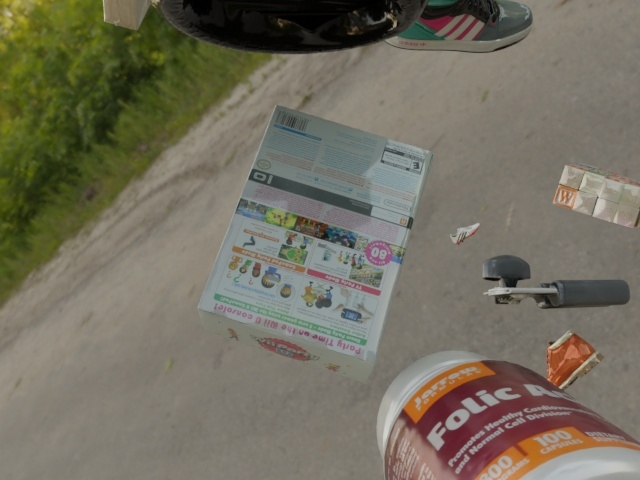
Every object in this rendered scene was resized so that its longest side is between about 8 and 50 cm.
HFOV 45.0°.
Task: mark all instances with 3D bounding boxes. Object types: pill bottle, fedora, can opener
[{"bbox_3d":[0.188,0.246,0.757,0.224,0.224,0.392,-55,11,0],"label":"pill bottle"},{"bbox_3d":[-0.035,-0.337,0.921,0.334,0.334,0.153,-12,77,58],"label":"fedora"},{"bbox_3d":[0.408,0.070,1.339,0.076,0.283,0.095,158,111,-65],"label":"can opener"}]

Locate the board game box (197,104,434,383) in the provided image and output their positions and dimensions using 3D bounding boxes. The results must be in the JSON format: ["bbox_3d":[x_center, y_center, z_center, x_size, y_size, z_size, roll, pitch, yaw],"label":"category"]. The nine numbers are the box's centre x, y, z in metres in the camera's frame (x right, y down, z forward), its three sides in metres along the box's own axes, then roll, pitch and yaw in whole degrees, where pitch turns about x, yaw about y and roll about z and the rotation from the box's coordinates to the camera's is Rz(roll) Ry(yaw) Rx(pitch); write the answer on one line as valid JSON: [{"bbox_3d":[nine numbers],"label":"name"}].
[{"bbox_3d":[0.000,0.000,0.998,0.097,0.224,0.303,100,-171,-65],"label":"board game box"}]

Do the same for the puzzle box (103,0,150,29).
[{"bbox_3d":[-0.222,-0.515,0.995,0.409,0.052,0.272,107,176,-52],"label":"puzzle box"}]

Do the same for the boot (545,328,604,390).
[{"bbox_3d":[0.440,0.230,1.424,0.059,0.084,0.158,-25,-25,-48],"label":"boot"}]

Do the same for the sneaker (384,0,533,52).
[{"bbox_3d":[0.258,-0.434,1.357,0.178,0.295,0.124,105,155,-57],"label":"sneaker"}]

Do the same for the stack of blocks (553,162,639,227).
[{"bbox_3d":[0.670,-0.079,1.645,0.297,0.171,0.087,22,107,26],"label":"stack of blocks"}]

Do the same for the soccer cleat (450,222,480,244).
[{"bbox_3d":[0.370,-0.022,1.977,0.083,0.035,0.029,-38,13,27],"label":"soccer cleat"}]
